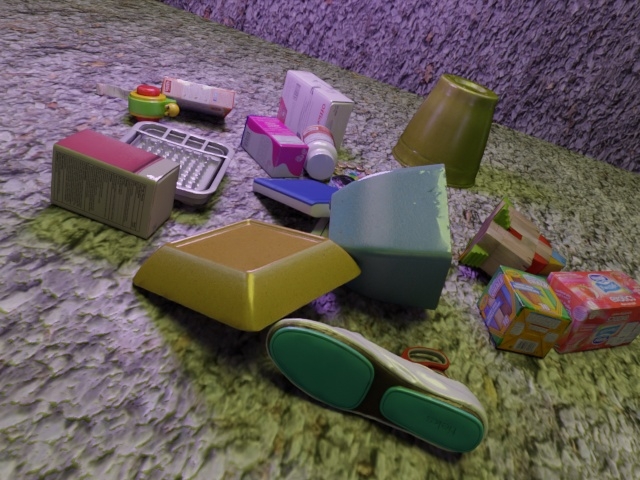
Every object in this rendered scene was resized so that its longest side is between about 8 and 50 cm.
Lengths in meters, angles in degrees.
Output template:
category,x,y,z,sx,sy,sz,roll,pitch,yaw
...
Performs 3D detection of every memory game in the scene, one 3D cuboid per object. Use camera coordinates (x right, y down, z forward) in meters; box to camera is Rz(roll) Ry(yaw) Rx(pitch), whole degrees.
category,x,y,z,sx,sy,sz,roll,pitch,yaw
memory game,0.129,-0.224,1.751,0.186,0.012,0.186,15,30,-9

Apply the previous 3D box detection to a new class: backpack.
category,x,y,z,sx,sy,sz,roll,pitch,yaw
backpack,0.074,-0.138,1.508,0.105,0.084,0.114,-8,46,-40

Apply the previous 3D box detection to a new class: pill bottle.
category,x,y,z,sx,sy,sz,roll,pitch,yaw
pill bottle,-0.007,-0.288,1.668,0.121,0.121,0.216,12,32,-13

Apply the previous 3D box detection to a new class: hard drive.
category,x,y,z,sx,sy,sz,roll,pitch,yaw
hard drive,-0.019,-0.119,1.362,0.210,0.040,0.319,-2,17,-33

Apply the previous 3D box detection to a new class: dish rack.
category,x,y,z,sx,sy,sz,roll,pitch,yaw
dish rack,-0.396,-0.202,1.349,0.286,0.072,0.332,17,30,-7

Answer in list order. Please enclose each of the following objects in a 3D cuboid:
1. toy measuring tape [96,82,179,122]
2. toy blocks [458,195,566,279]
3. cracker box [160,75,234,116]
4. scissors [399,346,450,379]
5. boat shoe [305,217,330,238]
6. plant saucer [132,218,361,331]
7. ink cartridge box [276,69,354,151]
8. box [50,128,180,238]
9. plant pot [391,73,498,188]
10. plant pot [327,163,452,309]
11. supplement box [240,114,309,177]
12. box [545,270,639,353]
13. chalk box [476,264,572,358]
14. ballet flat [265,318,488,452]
category,x,y,z,sx,sy,sz,roll,pitch,yaw
toy measuring tape,-0.598,-0.442,1.593,0.330,0.121,0.121,18,29,14
toy blocks,0.581,0.039,1.466,0.261,0.190,0.381,39,34,8
cracker box,-0.423,-0.484,1.724,0.233,0.067,0.156,7,0,-21
scissors,0.123,0.244,0.987,0.297,0.021,0.109,9,41,-13
boat shoe,0.000,0.000,1.269,0.076,0.083,0.226,42,34,-6
plant saucer,-0.139,0.038,0.997,0.333,0.080,0.333,14,22,35
ink cartridge box,-0.027,-0.474,1.871,0.117,0.207,0.283,-10,42,-38
box,-0.451,-0.128,1.120,0.233,0.148,0.126,21,29,0
plant pot,0.519,-0.451,2.012,0.367,0.352,0.366,15,30,-9
plant pot,0.144,-0.005,1.142,0.253,0.247,0.247,1,57,4
supplement box,-0.149,-0.301,1.614,0.114,0.111,0.220,-5,39,-37
box,0.700,0.179,1.302,0.300,0.154,0.142,0,35,-28
chalk box,0.479,0.155,1.226,0.133,0.132,0.213,14,31,-10
ballet flat,0.096,0.237,0.885,0.401,0.139,0.139,25,30,2
